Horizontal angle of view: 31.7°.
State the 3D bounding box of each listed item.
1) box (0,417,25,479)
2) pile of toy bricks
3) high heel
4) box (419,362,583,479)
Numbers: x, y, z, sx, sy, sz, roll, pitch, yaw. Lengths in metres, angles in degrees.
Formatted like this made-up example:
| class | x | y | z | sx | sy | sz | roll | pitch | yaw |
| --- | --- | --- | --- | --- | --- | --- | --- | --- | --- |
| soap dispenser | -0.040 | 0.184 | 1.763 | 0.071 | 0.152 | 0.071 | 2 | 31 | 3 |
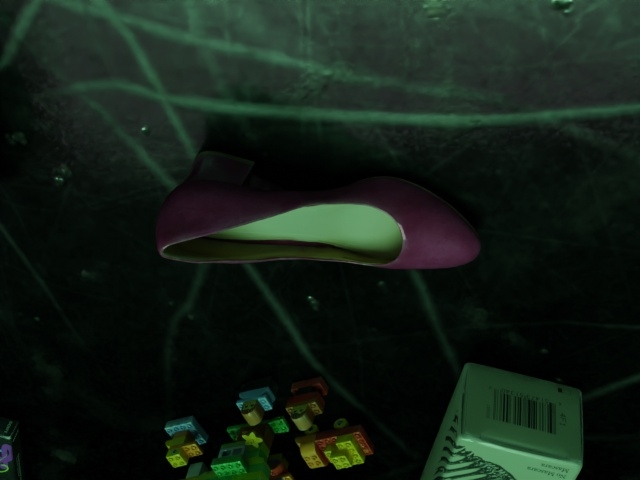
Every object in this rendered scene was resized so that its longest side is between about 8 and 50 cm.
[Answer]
| class | x | y | z | sx | sy | sz | roll | pitch | yaw |
| --- | --- | --- | --- | --- | --- | --- | --- | --- | --- |
| box | -0.370 | 0.241 | 1.188 | 0.116 | 0.029 | 0.162 | 10 | 131 | 3 |
| pile of toy bricks | -0.068 | 0.211 | 1.047 | 0.212 | 0.105 | 0.118 | -17 | 122 | 24 |
| high heel | 0.000 | 0.000 | 0.857 | 0.244 | 0.117 | 0.082 | 18 | 129 | -2 |
| box | 0.145 | 0.245 | 1.034 | 0.113 | 0.094 | 0.275 | 13 | 129 | 1 |
